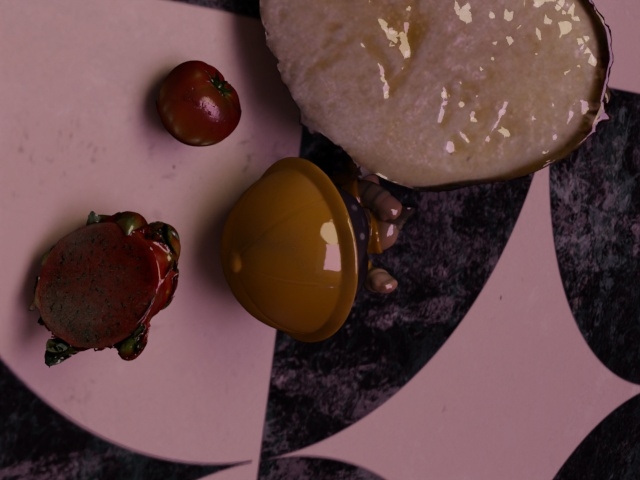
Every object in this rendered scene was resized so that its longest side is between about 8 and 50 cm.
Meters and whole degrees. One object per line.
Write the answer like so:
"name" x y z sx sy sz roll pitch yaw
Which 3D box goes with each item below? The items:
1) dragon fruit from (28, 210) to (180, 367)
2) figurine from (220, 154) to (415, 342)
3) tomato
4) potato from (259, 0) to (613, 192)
"dragon fruit" -0.183 0.038 1.076 0.138 0.142 0.175 60 27 4
"figurine" -0.005 0.001 1.226 0.257 0.167 0.192 -28 108 -64
"tomato" -0.122 -0.130 1.124 0.087 0.075 0.087 46 22 -26
"potato" 0.122 -0.206 1.290 0.296 0.397 0.289 -95 -159 -83
